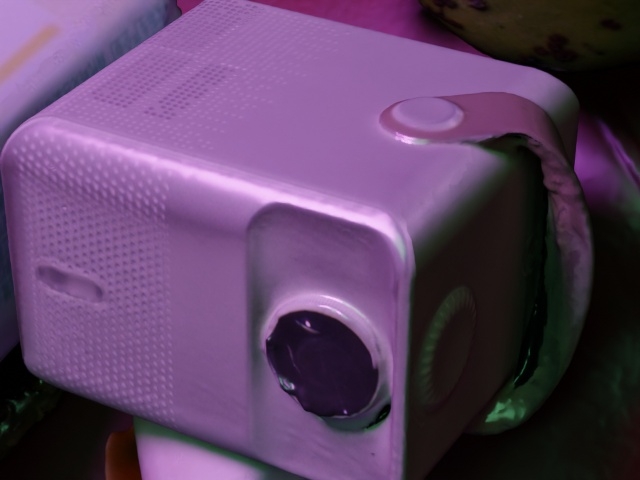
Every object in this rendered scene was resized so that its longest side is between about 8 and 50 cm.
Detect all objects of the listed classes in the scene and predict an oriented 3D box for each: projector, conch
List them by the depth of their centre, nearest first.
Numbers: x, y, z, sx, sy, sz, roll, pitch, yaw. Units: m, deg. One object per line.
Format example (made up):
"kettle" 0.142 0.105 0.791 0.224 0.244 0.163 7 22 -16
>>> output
"projector" 0.000 0.000 0.893 0.242 0.163 0.177 17 36 23
"conch" -0.065 0.112 0.942 0.094 0.104 0.176 -21 52 -34

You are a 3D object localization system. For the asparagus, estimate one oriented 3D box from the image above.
"asparagus" -0.147 0.071 1.019 0.165 0.030 0.036 -50 53 -3

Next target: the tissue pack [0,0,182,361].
"tissue pack" -0.279 -0.020 0.938 0.287 0.162 0.388 21 47 23

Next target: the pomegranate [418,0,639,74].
"pomegranate" 0.113 -0.194 0.919 0.270 0.254 0.254 -23 64 25
